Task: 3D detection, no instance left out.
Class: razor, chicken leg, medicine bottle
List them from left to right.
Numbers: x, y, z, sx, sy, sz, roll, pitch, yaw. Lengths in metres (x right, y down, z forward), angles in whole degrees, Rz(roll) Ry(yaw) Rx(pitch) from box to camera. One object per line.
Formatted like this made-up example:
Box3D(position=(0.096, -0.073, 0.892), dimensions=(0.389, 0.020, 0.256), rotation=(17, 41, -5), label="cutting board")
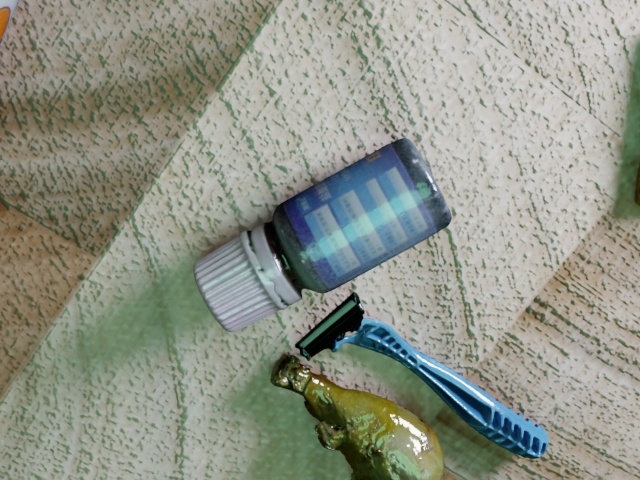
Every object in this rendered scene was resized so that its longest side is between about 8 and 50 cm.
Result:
Box3D(position=(0.000, 0.000, 0.758), dimensions=(0.203, 0.083, 0.083), rotation=(-30, 110, 4), label="medicine bottle")
Box3D(position=(0.028, 0.167, 0.834), dimensions=(0.178, 0.070, 0.093), rotation=(39, 107, -10), label="chicken leg")
Box3D(position=(0.104, 0.125, 0.836), dimensions=(0.253, 0.042, 0.082), rotation=(33, 124, -18), label="razor")

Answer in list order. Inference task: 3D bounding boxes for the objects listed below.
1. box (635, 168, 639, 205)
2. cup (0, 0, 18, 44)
Box3D(position=(0.316, -0.102, 0.790), dimensions=(0.087, 0.023, 0.155), rotation=(-2, 110, -9), label="box")
Box3D(position=(-0.341, -0.096, 0.616), dimensions=(0.212, 0.212, 0.317), rotation=(24, 106, -14), label="cup")
